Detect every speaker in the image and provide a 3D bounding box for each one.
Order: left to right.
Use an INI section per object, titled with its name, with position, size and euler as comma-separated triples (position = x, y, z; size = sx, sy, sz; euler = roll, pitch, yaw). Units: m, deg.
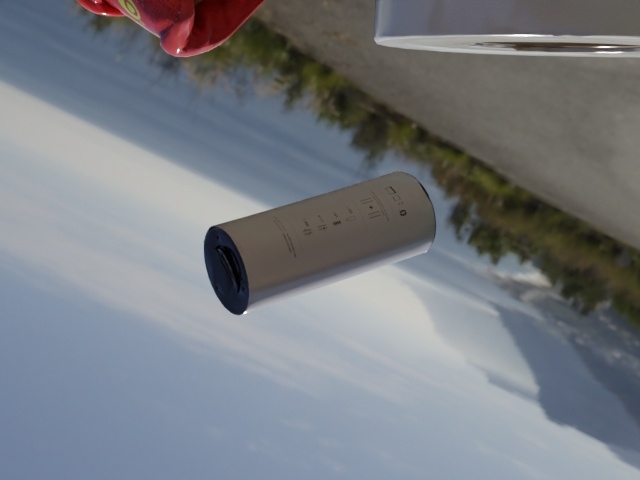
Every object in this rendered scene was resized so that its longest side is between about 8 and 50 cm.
[speaker]
position = 0.000, 0.000, 0.719
size = 0.136, 0.055, 0.055
euler = -18, -154, -30

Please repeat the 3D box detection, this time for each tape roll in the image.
[tape roll]
position = 0.179, -0.187, 0.866
size = 0.286, 0.100, 0.286
euler = 1, -173, 0

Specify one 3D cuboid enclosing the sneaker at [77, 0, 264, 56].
[sneaker]
position = -0.070, -0.106, 0.353
size = 0.279, 0.118, 0.107
euler = -17, 177, 24
